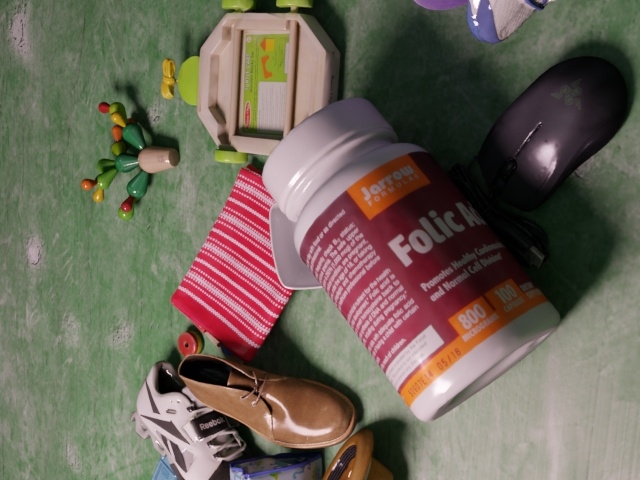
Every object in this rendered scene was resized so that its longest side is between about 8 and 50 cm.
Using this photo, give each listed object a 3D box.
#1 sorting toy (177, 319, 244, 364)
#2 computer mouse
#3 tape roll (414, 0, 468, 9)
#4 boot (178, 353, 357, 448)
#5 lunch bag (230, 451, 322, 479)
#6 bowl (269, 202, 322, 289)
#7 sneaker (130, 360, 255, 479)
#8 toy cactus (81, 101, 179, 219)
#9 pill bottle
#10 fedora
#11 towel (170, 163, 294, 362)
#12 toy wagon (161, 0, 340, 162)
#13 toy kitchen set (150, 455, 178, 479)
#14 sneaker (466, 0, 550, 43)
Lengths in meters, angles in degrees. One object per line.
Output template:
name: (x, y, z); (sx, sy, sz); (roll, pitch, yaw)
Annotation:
sorting toy: (-0.160, 0.124, 1.474); (0.132, 0.046, 0.274); (44, 119, 26)
computer mouse: (0.274, -0.111, 1.091); (0.188, 0.072, 0.272); (48, 121, 25)
tape roll: (0.180, -0.408, 1.004); (0.090, 0.275, 0.275); (51, 122, 24)
boot: (-0.092, 0.249, 1.361); (0.305, 0.115, 0.112); (11, 69, 25)
lunch bag: (-0.063, 0.409, 1.365); (0.096, 0.151, 0.129); (3, 96, 63)
bowl: (0.000, 0.000, 1.308); (0.142, 0.053, 0.142); (-9, 88, 12)
sneaker: (-0.205, 0.323, 1.482); (0.330, 0.122, 0.146); (29, 114, 32)
toy cactus: (-0.344, -0.149, 1.568); (0.180, 0.112, 0.219); (-2, 85, 29)
pill bottle: (0.106, 0.016, 1.131); (0.224, 0.224, 0.392); (-48, 69, 31)
fedora: (0.052, 0.381, 1.291); (0.079, 0.194, 0.194); (27, 116, -7)
towel: (-0.120, 0.037, 1.407); (0.199, 0.031, 0.275); (36, 103, 27)
toy wagon: (-0.120, -0.257, 1.390); (0.344, 0.068, 0.267); (11, 101, 38)
toy kitchen set: (-0.254, 0.468, 1.506); (0.207, 0.166, 0.122); (38, 117, 29)
sneaker: (0.296, -0.340, 1.025); (0.131, 0.112, 0.296); (51, 123, 21)
